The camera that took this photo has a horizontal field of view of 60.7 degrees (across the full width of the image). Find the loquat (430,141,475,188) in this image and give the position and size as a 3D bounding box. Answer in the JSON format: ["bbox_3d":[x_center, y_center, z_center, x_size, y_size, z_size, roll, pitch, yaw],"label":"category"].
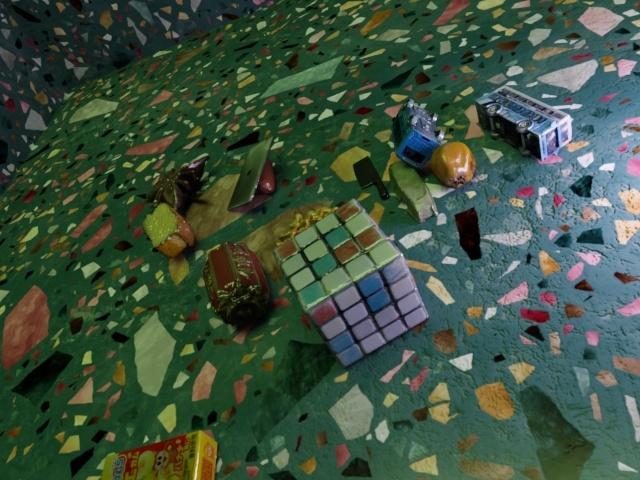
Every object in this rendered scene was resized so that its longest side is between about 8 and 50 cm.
[{"bbox_3d":[0.383,-0.217,1.572,0.113,0.137,0.137,-39,25,50],"label":"loquat"}]

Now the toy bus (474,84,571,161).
[{"bbox_3d":[0.582,-0.347,1.594,0.131,0.106,0.297,-31,40,-6],"label":"toy bus"}]

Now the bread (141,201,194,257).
[{"bbox_3d":[-0.526,-0.025,1.907,0.143,0.139,0.229,-39,41,-5],"label":"bread"}]

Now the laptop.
[{"bbox_3d":[-0.249,-0.237,1.948,0.187,0.015,0.269,-11,57,54],"label":"laptop"}]

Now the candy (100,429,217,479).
[{"bbox_3d":[-0.384,0.559,1.292,0.276,0.088,0.146,-19,44,15],"label":"candy"}]

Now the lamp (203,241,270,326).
[{"bbox_3d":[-0.245,0.121,1.582,0.177,0.177,0.274,-30,39,1],"label":"lamp"}]

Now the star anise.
[{"bbox_3d":[-0.548,-0.206,2.125,0.349,0.109,0.292,-16,50,32],"label":"star anise"}]

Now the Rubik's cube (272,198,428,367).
[{"bbox_3d":[0.074,0.102,1.337,0.259,0.256,0.253,-31,41,1],"label":"Rubik's cube"}]

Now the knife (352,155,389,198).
[{"bbox_3d":[0.158,-0.197,1.765,0.072,0.019,0.245,-30,38,8],"label":"knife"}]

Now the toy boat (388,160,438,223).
[{"bbox_3d":[0.264,-0.166,1.640,0.093,0.055,0.293,-25,42,4],"label":"toy boat"}]

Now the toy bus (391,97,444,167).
[{"bbox_3d":[0.292,-0.336,1.701,0.134,0.113,0.246,-56,17,30],"label":"toy bus"}]

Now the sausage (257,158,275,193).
[{"bbox_3d":[-0.203,-0.238,1.972,0.077,0.077,0.194,-23,41,9],"label":"sausage"}]

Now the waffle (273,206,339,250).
[{"bbox_3d":[0.001,0.001,1.629,0.283,0.065,0.309,-39,38,-12],"label":"waffle"}]
